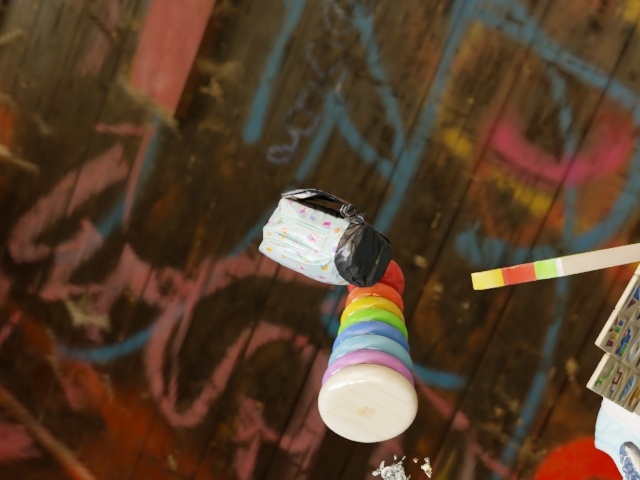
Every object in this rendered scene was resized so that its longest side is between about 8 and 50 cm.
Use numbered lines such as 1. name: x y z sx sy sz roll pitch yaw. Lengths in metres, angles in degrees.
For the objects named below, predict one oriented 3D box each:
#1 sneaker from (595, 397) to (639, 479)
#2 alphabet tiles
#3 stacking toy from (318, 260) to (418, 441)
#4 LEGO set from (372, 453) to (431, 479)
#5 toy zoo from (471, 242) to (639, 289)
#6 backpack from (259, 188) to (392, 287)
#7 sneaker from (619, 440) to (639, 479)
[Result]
1. sneaker: 0.607 0.399 2.265 0.135 0.150 0.366 4 -159 -23
2. alphabet tiles: 0.507 0.118 1.965 0.011 0.285 0.342 29 180 33
3. stacking toy: 0.074 0.139 1.948 0.141 0.141 0.330 19 -143 -11
4. LEGO set: 0.116 0.326 1.830 0.023 0.083 0.054 -91 -24 -71
5. toy zoo: 0.383 0.045 2.144 0.192 0.030 0.293 -9 177 -28
6. backpack: 0.000 0.000 1.939 0.182 0.115 0.152 21 162 29
7. sneaker: 0.404 0.285 1.521 0.135 0.058 0.052 52 165 15
